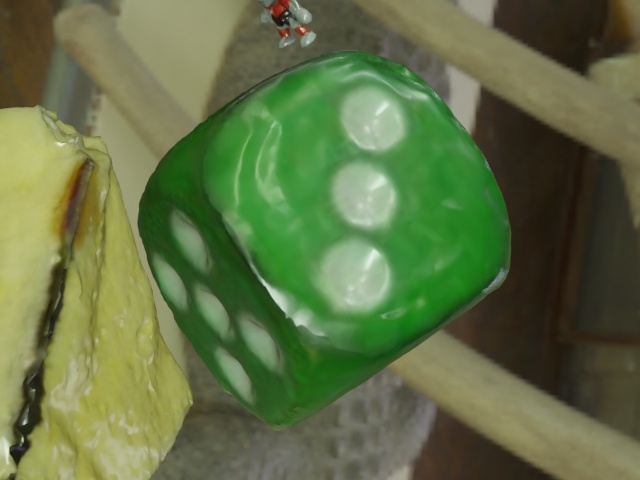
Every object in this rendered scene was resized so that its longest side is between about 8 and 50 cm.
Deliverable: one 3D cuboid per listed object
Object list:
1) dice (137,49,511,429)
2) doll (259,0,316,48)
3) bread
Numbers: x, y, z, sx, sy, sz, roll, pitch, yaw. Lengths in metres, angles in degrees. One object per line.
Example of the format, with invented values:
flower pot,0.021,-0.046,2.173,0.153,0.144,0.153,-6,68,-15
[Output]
dice,0.000,0.000,1.593,0.297,0.287,0.300,-32,83,-26
doll,-0.038,-0.193,1.109,0.057,0.039,0.114,-106,175,-69
bread,-0.222,0.072,0.669,0.236,0.263,0.198,-62,141,-49
